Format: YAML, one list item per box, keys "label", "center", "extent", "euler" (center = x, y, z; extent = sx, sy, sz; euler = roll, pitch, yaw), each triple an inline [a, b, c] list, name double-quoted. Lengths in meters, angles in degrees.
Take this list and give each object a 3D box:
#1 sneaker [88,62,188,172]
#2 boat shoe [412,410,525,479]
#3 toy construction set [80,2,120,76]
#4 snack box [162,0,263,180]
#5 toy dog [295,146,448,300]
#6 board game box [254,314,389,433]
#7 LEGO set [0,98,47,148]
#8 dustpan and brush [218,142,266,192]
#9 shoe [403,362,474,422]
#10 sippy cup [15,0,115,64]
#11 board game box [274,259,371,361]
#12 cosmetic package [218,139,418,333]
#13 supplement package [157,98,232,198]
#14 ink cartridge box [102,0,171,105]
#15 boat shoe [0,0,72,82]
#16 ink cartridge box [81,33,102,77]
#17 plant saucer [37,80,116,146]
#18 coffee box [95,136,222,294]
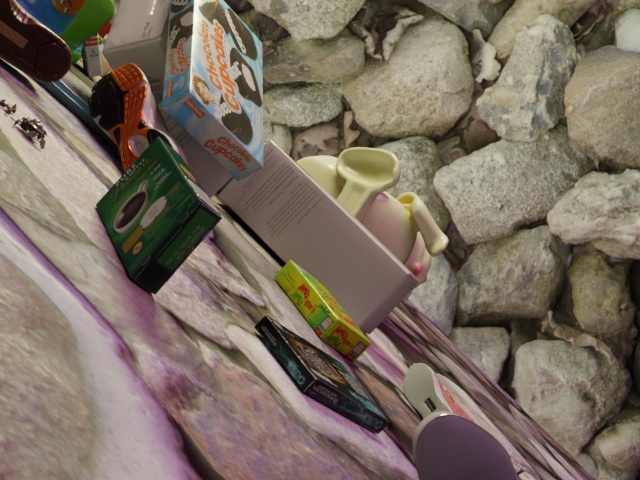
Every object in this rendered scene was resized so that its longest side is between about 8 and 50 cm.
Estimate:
- label: "sneaker"
  center: [-0.262, -0.150, 1.665]
  extent: [0.262, 0.099, 0.121]
  euler: [64, 5, 35]
- label: "boat shoe"
  center: [0.211, 0.319, 1.360]
  extent: [0.306, 0.113, 0.105]
  euler: [45, -2, -15]
- label: "toy construction set"
  center: [-0.315, -0.372, 2.250]
  extent: [0.309, 0.237, 0.257]
  euler: [44, 5, 8]
- label: "snack box"
  center: [-0.167, -0.268, 1.793]
  extent: [0.187, 0.060, 0.322]
  euler: [44, 29, -38]
- label: "toy dog"
  center: [0.091, -0.004, 2.507]
  extent: [0.395, 0.285, 0.408]
  euler: [16, -15, 39]
- label: "board game box"
  center: [0.003, 0.172, 1.418]
  extent: [0.186, 0.026, 0.126]
  euler: [38, 8, -49]
- label: "LEGO set"
  center: [-0.344, -0.142, 1.314]
  extent: [0.083, 0.023, 0.054]
  euler: [44, 5, 6]
- label: "dustpan and brush"
  center: [-0.194, -0.144, 2.145]
  extent: [0.211, 0.147, 0.060]
  euler: [-12, 65, -52]
- label: "shoe"
  center: [0.202, 0.283, 1.880]
  extent: [0.081, 0.063, 0.178]
  euler: [42, 10, -33]
- label: "sippy cup"
  center: [-0.463, -0.470, 1.984]
  extent: [0.305, 0.224, 0.240]
  euler: [43, 4, 6]
- label: "board game box"
  center: [0.002, 0.113, 1.810]
  extent: [0.092, 0.043, 0.181]
  euler: [39, 6, -41]
- label: "cosmetic package"
  center: [0.000, 0.000, 2.116]
  extent: [0.365, 0.155, 0.197]
  euler: [43, 2, 11]
- label: "supplement package"
  center: [-0.226, -0.148, 1.836]
  extent: [0.105, 0.105, 0.179]
  euler: [42, 5, -36]
- label: "ink cartridge box"
  center: [-0.253, -0.308, 1.972]
  extent: [0.283, 0.117, 0.207]
  euler: [62, 28, -45]
- label: "boat shoe"
  center: [-0.462, -0.313, 1.536]
  extent: [0.257, 0.095, 0.095]
  euler: [47, -12, -32]
- label: "ink cartridge box"
  center: [-0.438, -0.373, 2.111]
  extent: [0.063, 0.029, 0.115]
  euler: [-130, -148, -55]
- label: "plant saucer"
  center: [-0.376, -0.211, 1.687]
  extent: [0.192, 0.018, 0.067]
  euler: [41, 6, -16]
- label: "coffee box"
  center: [-0.178, -0.032, 1.208]
  extent: [0.040, 0.113, 0.184]
  euler: [39, 5, -34]
